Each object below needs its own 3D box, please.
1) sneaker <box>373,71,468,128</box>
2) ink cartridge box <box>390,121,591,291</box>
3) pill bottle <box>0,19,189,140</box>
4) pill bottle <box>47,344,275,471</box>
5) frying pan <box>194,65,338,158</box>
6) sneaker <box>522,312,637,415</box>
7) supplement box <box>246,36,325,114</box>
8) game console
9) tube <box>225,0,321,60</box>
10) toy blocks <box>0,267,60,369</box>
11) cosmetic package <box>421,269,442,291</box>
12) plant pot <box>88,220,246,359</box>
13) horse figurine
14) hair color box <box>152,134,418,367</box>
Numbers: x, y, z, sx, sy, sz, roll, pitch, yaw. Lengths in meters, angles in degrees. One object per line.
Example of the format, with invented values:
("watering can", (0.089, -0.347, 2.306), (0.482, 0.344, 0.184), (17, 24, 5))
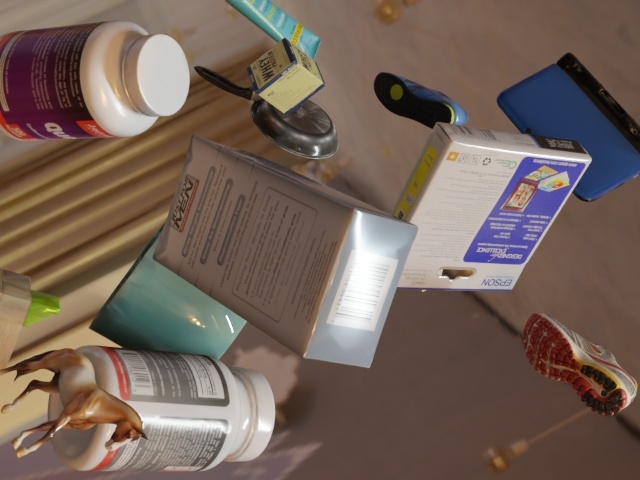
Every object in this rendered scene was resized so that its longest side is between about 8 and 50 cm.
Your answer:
("sneaker", (0.198, -0.273, 2.298), (0.209, 0.082, 0.069), (31, -64, 31))
("ink cartridge box", (0.266, -0.048, 1.981), (0.307, 0.304, 0.072), (-62, -140, 33))
("pill bottle", (-0.372, -0.251, 1.843), (0.323, 0.181, 0.181), (1, -52, 32))
("pill bottle", (-0.271, 0.299, 2.038), (0.363, 0.210, 0.210), (11, 32, -40))
("frying pan", (-0.089, -0.284, 2.406), (0.326, 0.197, 0.053), (47, -53, 22))
("sneaker", (0.432, 0.205, 1.956), (0.225, 0.093, 0.088), (44, -56, 27))
("supplement box", (-0.054, -0.254, 1.809), (0.083, 0.083, 0.056), (31, 31, -47))
("game console", (0.522, -0.204, 2.273), (0.293, 0.173, 0.250), (55, 16, 25))
("tube", (-0.086, -0.413, 2.208), (0.207, 0.080, 0.052), (35, -30, -25))
("toy blocks", (-0.654, 0.152, 1.903), (0.261, 0.381, 0.191), (-66, -157, 17))
("cosmetic package", (0.181, 0.036, 2.209), (0.115, 0.041, 0.060), (49, -35, 37))
("plant pot", (-0.268, 0.119, 2.257), (0.235, 0.293, 0.293), (37, -5, -9))
("horse figurine", (-0.376, 0.225, 1.685), (0.263, 0.174, 0.066), (47, -26, 50))
("hair color box", (-0.058, 0.005, 1.489), (0.114, 0.185, 0.374), (14, 9, -40))
